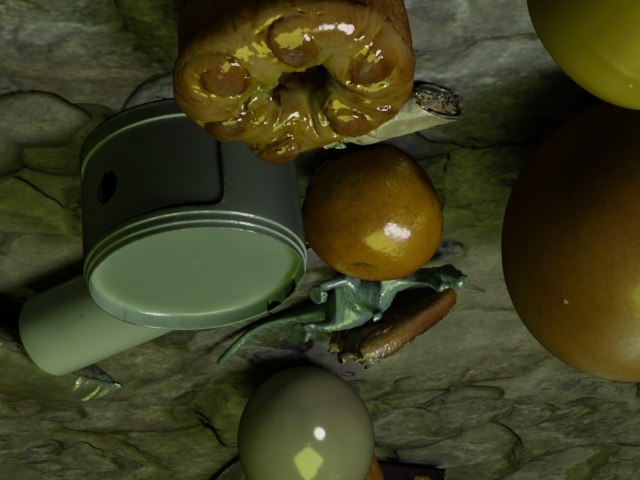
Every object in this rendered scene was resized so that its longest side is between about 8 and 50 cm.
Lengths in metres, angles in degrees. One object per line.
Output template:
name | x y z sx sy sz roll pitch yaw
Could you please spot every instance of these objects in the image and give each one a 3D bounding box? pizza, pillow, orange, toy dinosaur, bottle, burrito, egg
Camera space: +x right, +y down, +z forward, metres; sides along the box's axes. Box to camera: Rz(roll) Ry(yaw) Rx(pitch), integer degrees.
pizza | 0.066 0.111 2.012 0.185 0.052 0.195 -30 -173 -37
pillow | -0.402 0.139 1.935 0.185 0.075 0.302 -2 160 36
orange | 0.057 -0.029 1.699 0.154 0.134 0.155 16 158 7
toy dinosaur | -0.009 0.086 1.940 0.383 0.076 0.129 -14 172 29
bottle | -0.225 0.072 1.839 0.245 0.104 0.104 -24 147 28
burrito | 0.069 -0.123 1.607 0.149 0.041 0.055 -14 164 7
egg | 0.326 0.001 1.636 0.282 0.283 0.351 -4 154 -5
egg | -0.019 0.267 2.160 0.186 0.186 0.242 -4 146 -5

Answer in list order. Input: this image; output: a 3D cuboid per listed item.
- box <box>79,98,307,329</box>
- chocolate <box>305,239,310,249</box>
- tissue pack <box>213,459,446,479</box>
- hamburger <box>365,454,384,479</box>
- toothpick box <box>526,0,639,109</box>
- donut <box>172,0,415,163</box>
box | -0.130 -0.023 1.637 0.226 0.149 0.226 -5 151 -3
chocolate | -0.001 -0.002 1.813 0.147 0.070 0.072 -18 141 0
tissue pack | 0.004 0.461 2.511 0.370 0.198 0.210 9 151 -26
hamburger | 0.025 0.360 2.392 0.147 0.138 0.083 -4 152 -40
toothpick box | 0.308 -0.244 1.298 0.175 0.175 0.271 11 145 -29
donut | -0.022 -0.164 1.434 0.226 0.114 0.226 -5 151 -3
